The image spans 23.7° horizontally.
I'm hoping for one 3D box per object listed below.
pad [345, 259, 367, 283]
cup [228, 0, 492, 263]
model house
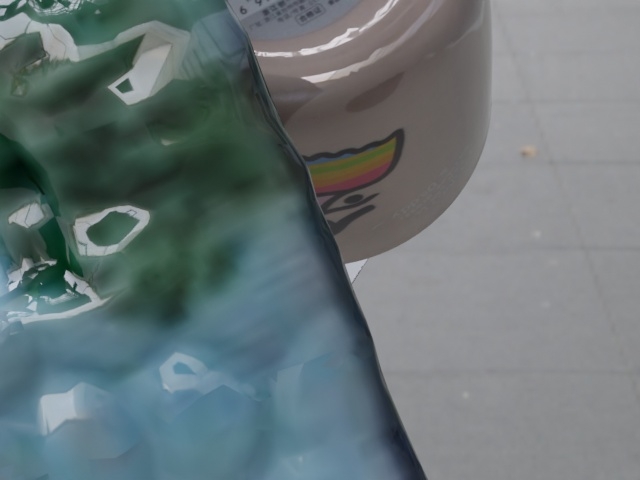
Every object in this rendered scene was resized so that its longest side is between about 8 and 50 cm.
[{"bbox_3d":[0.000,0.000,1.022,0.127,0.004,0.190,7,59,55],"label":"pad"},{"bbox_3d":[-0.041,-0.104,0.747,0.253,0.191,0.200,-4,-17,4],"label":"cup"},{"bbox_3d":[-0.181,0.061,0.518,0.339,0.297,0.360,-27,23,-10],"label":"model house"}]
